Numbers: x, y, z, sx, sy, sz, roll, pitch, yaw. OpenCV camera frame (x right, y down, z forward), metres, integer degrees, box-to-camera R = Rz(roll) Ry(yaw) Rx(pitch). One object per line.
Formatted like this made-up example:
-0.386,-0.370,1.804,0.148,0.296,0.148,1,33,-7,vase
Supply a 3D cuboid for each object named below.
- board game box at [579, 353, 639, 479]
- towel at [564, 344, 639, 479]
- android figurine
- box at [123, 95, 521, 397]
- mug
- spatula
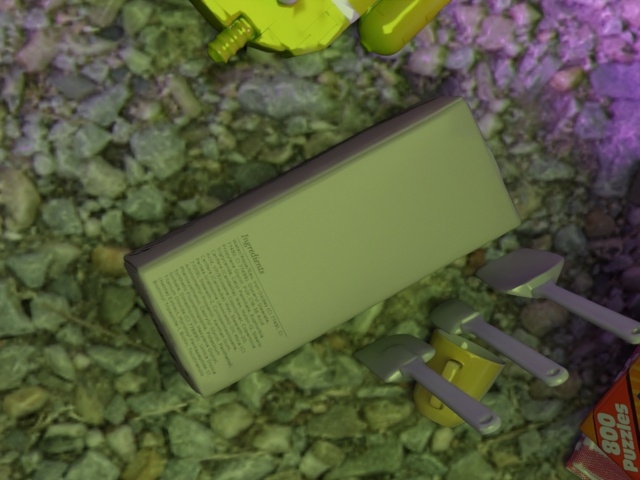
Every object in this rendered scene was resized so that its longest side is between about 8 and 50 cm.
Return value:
0.468,0.064,0.992,0.356,0.356,0.356,43,50,13,board game box
0.305,0.140,1.249,0.144,0.029,0.197,34,83,-15,towel
-0.006,-0.249,1.123,0.273,0.056,0.248,-42,103,-9,android figurine
0.000,0.000,1.124,0.275,0.094,0.113,-27,101,-11,box
0.098,0.109,1.174,0.078,0.062,0.064,20,100,-45,mug
0.129,0.066,1.086,0.168,0.242,0.019,-28,106,-11,spatula
